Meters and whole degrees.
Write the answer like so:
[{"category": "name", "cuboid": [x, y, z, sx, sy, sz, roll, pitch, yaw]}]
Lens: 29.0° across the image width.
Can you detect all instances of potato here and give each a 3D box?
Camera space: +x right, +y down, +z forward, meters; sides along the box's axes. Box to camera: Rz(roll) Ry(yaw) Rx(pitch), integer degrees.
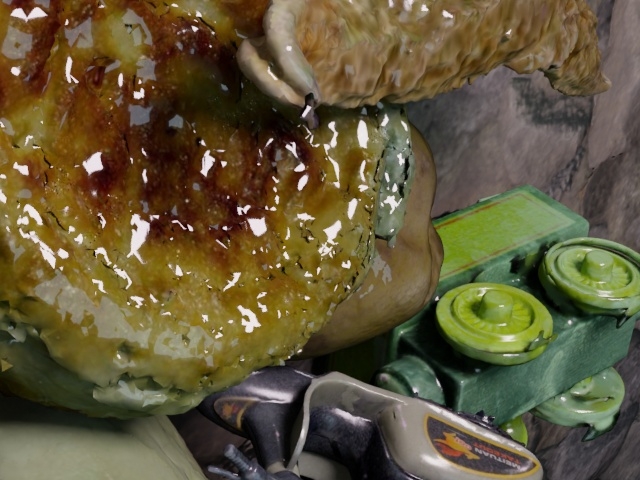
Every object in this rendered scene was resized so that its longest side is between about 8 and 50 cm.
[{"category": "potato", "cuboid": [-0.003, -0.001, 0.811, 0.200, 0.137, 0.155, -25, 103, -33]}]

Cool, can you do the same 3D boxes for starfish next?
[{"category": "starfish", "cuboid": [0.101, -0.216, 0.706, 0.432, 0.082, 0.324, -2, 95, -52]}]

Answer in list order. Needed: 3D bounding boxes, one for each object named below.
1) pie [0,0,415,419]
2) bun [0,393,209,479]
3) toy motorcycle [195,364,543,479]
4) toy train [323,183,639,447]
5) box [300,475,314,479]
[{"category": "pie", "cuboid": [-0.089, -0.071, 0.621, 0.354, 0.103, 0.288, -36, 113, -29]}, {"category": "bun", "cuboid": [-0.119, 0.200, 0.708, 0.179, 0.283, 0.283, -7, 127, -17]}, {"category": "toy motorcycle", "cuboid": [0.035, 0.152, 0.794, 0.157, 0.263, 0.091, -83, -163, -67]}, {"category": "toy train", "cuboid": [0.134, 0.067, 0.972, 0.271, 0.188, 0.159, -20, 131, -34]}, {"category": "box", "cuboid": [-0.002, 0.229, 0.934, 0.310, 0.198, 0.084, -7, 92, -45]}]
